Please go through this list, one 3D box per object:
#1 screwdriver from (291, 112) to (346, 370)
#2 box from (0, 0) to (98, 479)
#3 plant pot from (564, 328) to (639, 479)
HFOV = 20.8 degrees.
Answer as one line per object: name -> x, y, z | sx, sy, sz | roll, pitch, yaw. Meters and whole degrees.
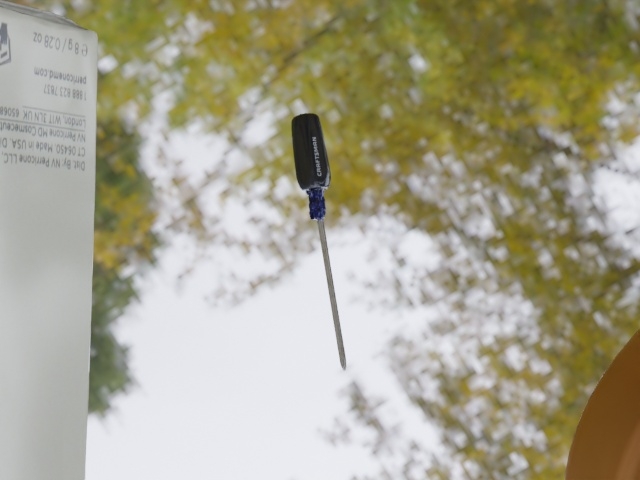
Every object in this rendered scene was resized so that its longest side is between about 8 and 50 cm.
screwdriver -> 0.000, 0.000, 1.125 | 0.024, 0.170, 0.025 | -14, 166, 36
box -> -0.135, 0.068, 0.503 | 0.113, 0.275, 0.094 | 0, 179, 19
plant pot -> 0.312, 0.172, 1.012 | 0.291, 0.291, 0.203 | -33, -160, -4
